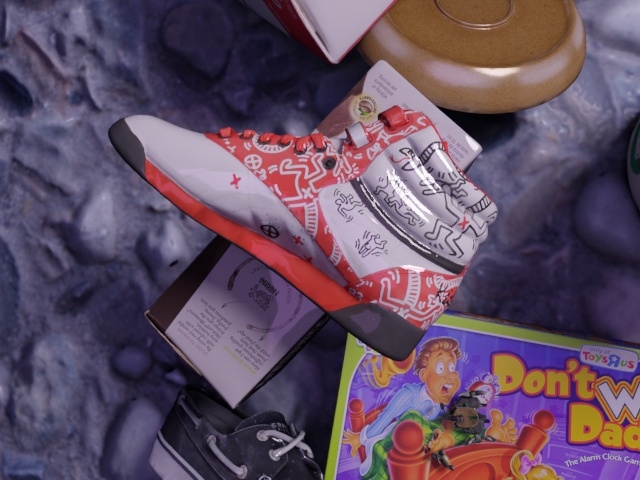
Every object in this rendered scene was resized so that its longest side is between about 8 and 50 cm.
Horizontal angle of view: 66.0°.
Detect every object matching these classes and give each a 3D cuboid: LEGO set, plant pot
[{"bbox_3d":[0.128,0.168,0.450,0.083,0.023,0.054,-44,79,19],"label":"LEGO set"},{"bbox_3d":[0.147,-0.222,0.481,0.236,0.032,0.236,1,60,-2],"label":"plant pot"}]

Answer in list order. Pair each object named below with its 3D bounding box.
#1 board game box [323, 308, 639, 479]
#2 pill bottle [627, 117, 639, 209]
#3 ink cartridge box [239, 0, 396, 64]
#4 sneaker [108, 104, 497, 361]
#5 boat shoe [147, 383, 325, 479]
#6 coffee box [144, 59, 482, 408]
[{"bbox_3d":[0.186,0.198,0.487,0.347,0.078,0.233,9,89,10],"label":"board game box"},{"bbox_3d":[0.385,-0.084,0.322,0.204,0.361,0.204,0,88,9],"label":"pill bottle"},{"bbox_3d":[-0.026,-0.345,0.470,0.226,0.131,0.306,-48,60,4],"label":"ink cartridge box"},{"bbox_3d":[-0.008,-0.049,0.357,0.270,0.090,0.145,35,93,6],"label":"sneaker"},{"bbox_3d":[-0.055,0.217,0.470,0.301,0.108,0.102,9,76,46],"label":"boat shoe"},{"bbox_3d":[0.000,0.000,0.482,0.119,0.168,0.297,44,94,9],"label":"coffee box"}]
